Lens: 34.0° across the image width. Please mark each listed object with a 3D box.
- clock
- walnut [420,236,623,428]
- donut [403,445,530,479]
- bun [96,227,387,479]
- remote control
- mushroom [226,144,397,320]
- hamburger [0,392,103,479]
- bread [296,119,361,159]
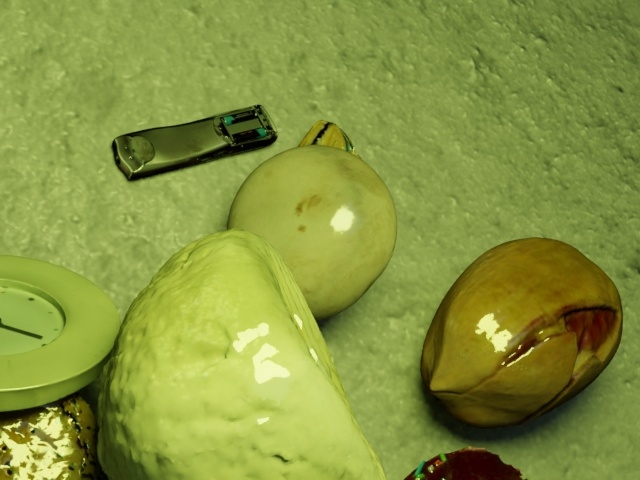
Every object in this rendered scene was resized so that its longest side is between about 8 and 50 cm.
[{"bbox_3d":[-0.308,0.082,0.986,0.235,0.029,0.235,10,27,-5],"label":"clock"},{"bbox_3d":[0.223,0.113,1.219,0.298,0.203,0.203,-26,78,-33],"label":"walnut"},{"bbox_3d":[0.158,0.343,1.115,0.235,0.089,0.235,12,59,-20],"label":"donut"},{"bbox_3d":[-0.081,0.174,0.949,0.227,0.352,0.349,-24,85,-1],"label":"bun"},{"bbox_3d":[-0.146,-0.120,1.253,0.212,0.028,0.059,-19,74,-33],"label":"remote control"},{"bbox_3d":[0.000,0.000,1.185,0.204,0.204,0.204,12,59,-21],"label":"mushroom"},{"bbox_3d":[-0.280,0.218,0.949,0.177,0.113,0.185,33,53,-9],"label":"hamburger"},{"bbox_3d":[-0.003,-0.097,1.301,0.072,0.053,0.106,50,52,-24],"label":"bread"}]
